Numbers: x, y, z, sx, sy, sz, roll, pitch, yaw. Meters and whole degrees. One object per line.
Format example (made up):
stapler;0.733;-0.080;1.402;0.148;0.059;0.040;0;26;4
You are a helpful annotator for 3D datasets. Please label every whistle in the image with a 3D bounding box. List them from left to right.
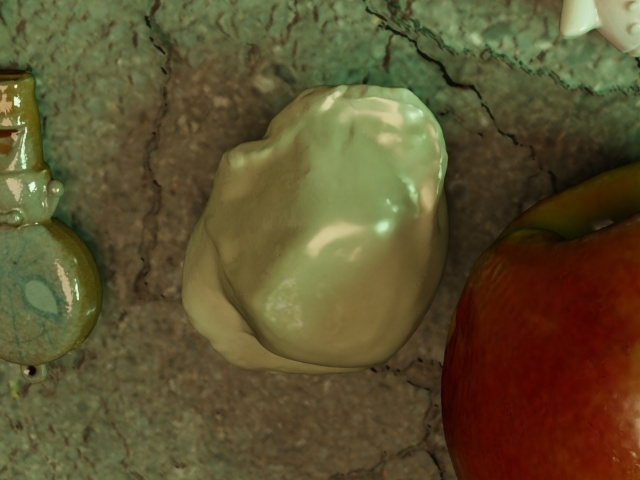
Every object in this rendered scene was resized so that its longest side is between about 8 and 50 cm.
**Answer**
whistle;-0.204;-0.008;1.198;0.107;0.057;0.220;2;106;23

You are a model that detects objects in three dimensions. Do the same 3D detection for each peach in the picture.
peach;0.235;0.112;1.053;0.308;0.308;0.332;-27;110;17

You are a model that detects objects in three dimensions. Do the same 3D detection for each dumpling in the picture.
dumpling;0.000;0.000;1.129;0.162;0.132;0.250;16;127;-6

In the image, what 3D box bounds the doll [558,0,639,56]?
doll;0.178;-0.181;1.059;0.207;0.081;0.129;45;80;-5
